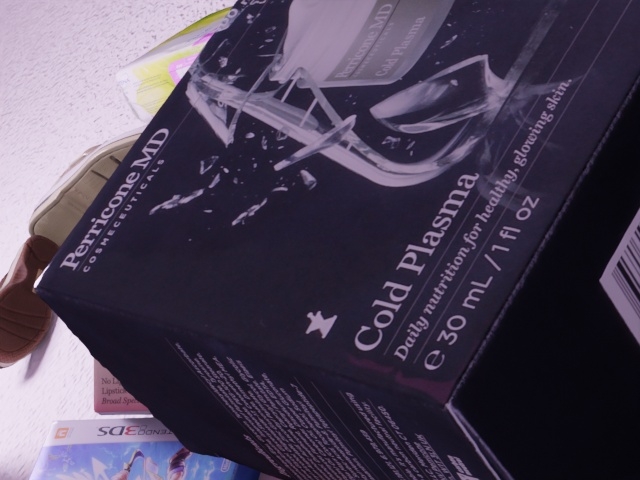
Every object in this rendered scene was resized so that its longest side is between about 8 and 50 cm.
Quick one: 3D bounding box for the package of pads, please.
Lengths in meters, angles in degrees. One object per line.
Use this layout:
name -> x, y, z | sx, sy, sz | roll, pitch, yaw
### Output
package of pads -> -0.138, -0.272, 2.370 | 0.229, 0.101, 0.296 | -38, 17, -35

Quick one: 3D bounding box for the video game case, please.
video game case -> -0.204, 0.300, 1.672 | 0.244, 0.061, 0.269 | -5, 43, 21

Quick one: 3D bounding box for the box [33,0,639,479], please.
box -> 0.101, -0.022, 1.407 | 0.471, 0.297, 0.480 | 11, 60, 43

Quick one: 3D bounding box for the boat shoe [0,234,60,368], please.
boat shoe -> -0.446, 0.107, 2.382 | 0.095, 0.095, 0.257 | -44, 17, 35

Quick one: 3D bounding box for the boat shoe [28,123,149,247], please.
boat shoe -> -0.323, -0.102, 2.454 | 0.302, 0.113, 0.103 | -30, 32, 26

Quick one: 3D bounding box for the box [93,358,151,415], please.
box -> -0.156, 0.072, 1.763 | 0.148, 0.127, 0.232 | -4, 83, 20
